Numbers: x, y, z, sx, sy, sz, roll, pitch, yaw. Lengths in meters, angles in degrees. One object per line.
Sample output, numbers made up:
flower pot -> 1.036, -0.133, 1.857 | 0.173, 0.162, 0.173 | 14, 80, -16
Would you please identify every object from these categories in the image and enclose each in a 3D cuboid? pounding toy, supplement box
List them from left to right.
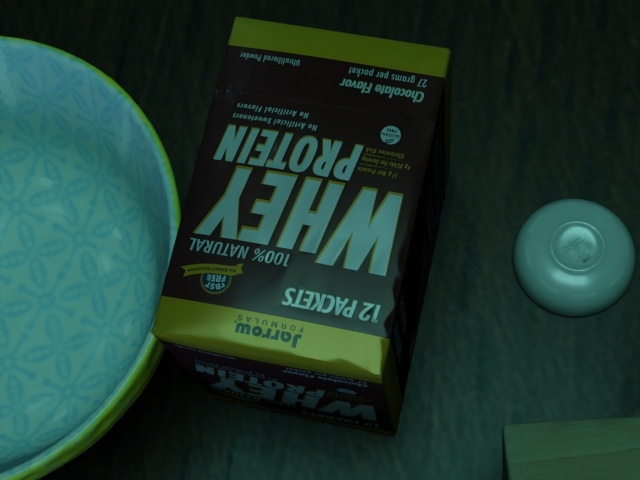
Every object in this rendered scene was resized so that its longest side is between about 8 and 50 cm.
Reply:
supplement box -> 0.000, 0.000, 0.746 | 0.129, 0.191, 0.194 | 10, 73, 9
pounding toy -> 0.175, 0.186, 0.703 | 0.130, 0.141, 0.100 | -4, 42, 5

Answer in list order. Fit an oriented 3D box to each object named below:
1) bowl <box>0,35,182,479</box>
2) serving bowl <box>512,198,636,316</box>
bowl -> -0.214, 0.032, 0.775 | 0.289, 0.156, 0.289 | -2, 70, 6
serving bowl -> 0.172, 0.008, 0.814 | 0.083, 0.027, 0.083 | -2, 71, 5
